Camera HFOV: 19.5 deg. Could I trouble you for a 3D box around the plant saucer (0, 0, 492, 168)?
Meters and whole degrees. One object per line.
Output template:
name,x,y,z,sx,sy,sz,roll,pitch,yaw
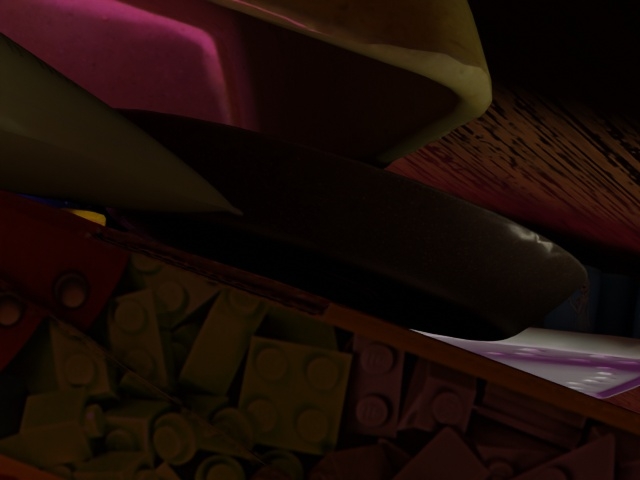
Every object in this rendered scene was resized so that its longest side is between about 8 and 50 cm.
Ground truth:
plant saucer,-0.133,-0.105,0.545,0.332,0.081,0.333,18,172,-9

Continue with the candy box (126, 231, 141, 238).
candy box,-0.132,0.002,1.419,0.109,0.053,0.187,17,174,1

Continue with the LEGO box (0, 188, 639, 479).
LEGO box,0.081,0.153,0.589,0.372,0.193,0.500,19,177,13

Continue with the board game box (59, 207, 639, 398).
board game box,0.006,0.045,1.160,0.390,0.050,0.390,6,173,3

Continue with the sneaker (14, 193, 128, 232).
sneaker,-0.157,-0.041,1.125,0.084,0.058,0.152,20,179,32

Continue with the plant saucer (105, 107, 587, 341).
plant saucer,0.000,0.000,0.591,0.168,0.029,0.168,16,173,2

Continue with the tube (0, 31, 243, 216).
tube,-0.115,-0.043,0.440,0.062,0.070,0.240,-34,155,18
